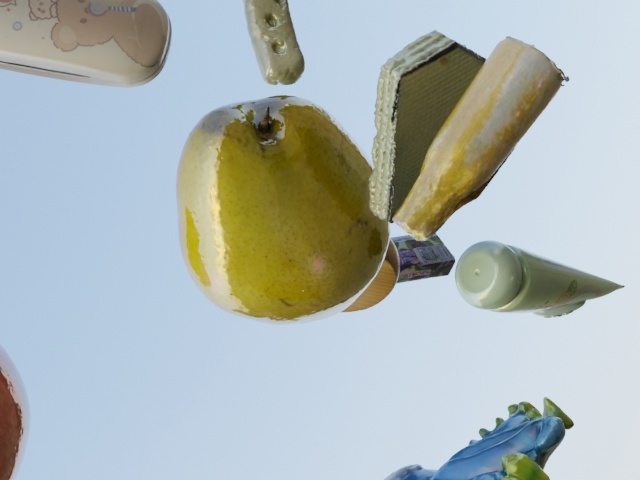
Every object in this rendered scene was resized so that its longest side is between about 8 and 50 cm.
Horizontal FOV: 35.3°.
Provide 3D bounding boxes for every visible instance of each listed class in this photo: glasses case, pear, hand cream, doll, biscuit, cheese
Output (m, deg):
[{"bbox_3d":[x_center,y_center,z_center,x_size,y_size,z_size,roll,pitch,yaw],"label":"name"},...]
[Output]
[{"bbox_3d":[-0.217,-0.168,0.778,0.051,0.204,0.081,104,174,-74],"label":"glasses case"},{"bbox_3d":[-0.055,-0.033,1.298,0.285,0.284,0.336,-63,-24,-3],"label":"pear"},{"bbox_3d":[0.300,0.062,1.422,0.305,0.147,0.093,11,-114,-49],"label":"hand cream"},{"bbox_3d":[0.123,0.264,1.031,0.341,0.099,0.346,-49,-4,36],"label":"doll"},{"bbox_3d":[0.121,-0.138,1.153,0.150,0.052,0.252,-35,-28,-22],"label":"biscuit"},{"bbox_3d":[-0.070,-0.301,1.371,0.064,0.194,0.043,-13,-16,-10],"label":"cheese"}]

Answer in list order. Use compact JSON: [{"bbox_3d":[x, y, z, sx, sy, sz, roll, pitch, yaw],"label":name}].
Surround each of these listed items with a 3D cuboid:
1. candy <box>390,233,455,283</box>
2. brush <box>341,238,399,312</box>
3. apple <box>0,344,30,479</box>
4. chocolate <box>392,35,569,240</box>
[{"bbox_3d":[0.114,0.044,1.943,0.312,0.088,0.061,-7,-40,-31],"label":"candy"},{"bbox_3d":[0.000,0.000,1.662,0.266,0.166,0.174,13,-45,-23],"label":"brush"},{"bbox_3d":[-0.616,0.290,1.521,0.364,0.363,0.364,-40,-37,-38],"label":"apple"},{"bbox_3d":[0.146,-0.094,0.985,0.219,0.085,0.086,-52,-30,-9],"label":"chocolate"}]
